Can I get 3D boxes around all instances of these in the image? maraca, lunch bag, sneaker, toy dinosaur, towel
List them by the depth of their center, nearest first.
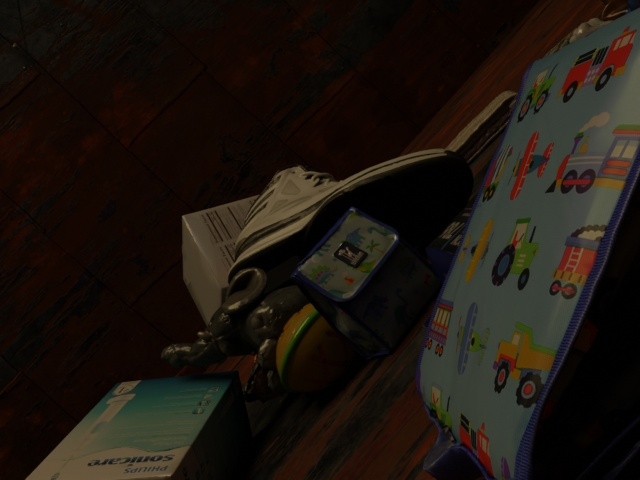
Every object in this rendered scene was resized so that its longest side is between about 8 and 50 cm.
[{"bbox_3d":[0.148,0.022,0.438,0.293,0.138,0.221,-57,6,-2],"label":"lunch bag"},{"bbox_3d":[0.055,0.049,0.891,0.129,0.151,0.096,-48,3,-25],"label":"lunch bag"},{"bbox_3d":[0.010,0.123,0.958,0.186,0.099,0.127,-51,-30,-15],"label":"maraca"},{"bbox_3d":[0.032,-0.085,1.229,0.447,0.169,0.258,-26,40,20],"label":"sneaker"},{"bbox_3d":[-0.052,0.173,1.265,0.218,0.164,0.322,-26,-2,38],"label":"toy dinosaur"},{"bbox_3d":[0.311,-0.207,1.512,0.282,0.049,0.187,-46,4,16],"label":"towel"}]

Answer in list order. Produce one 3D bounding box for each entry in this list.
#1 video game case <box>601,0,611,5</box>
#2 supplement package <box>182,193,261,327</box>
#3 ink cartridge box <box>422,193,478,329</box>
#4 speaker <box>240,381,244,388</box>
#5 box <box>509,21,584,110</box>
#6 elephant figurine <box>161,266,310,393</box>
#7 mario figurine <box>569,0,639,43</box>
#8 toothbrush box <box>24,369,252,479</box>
[{"bbox_3d":[0.439,-0.476,1.116,0.061,0.269,0.244,-46,4,7],"label":"video game case"},{"bbox_3d":[-0.121,0.047,1.443,0.262,0.198,0.199,-18,-36,-24],"label":"supplement package"},{"bbox_3d":[0.210,-0.039,0.738,0.333,0.065,0.165,-48,4,-1],"label":"ink cartridge box"},{"bbox_3d":[-0.225,0.365,1.590,0.136,0.055,0.055,-48,3,-20],"label":"speaker"},{"bbox_3d":[0.436,-0.321,1.348,0.207,0.036,0.114,-50,4,-38],"label":"box"},{"bbox_3d":[-0.102,0.126,1.095,0.186,0.170,0.239,0,7,-44],"label":"elephant figurine"},{"bbox_3d":[0.367,-0.304,0.778,0.320,0.170,0.198,-35,-54,-73],"label":"mario figurine"},{"bbox_3d":[-0.243,0.311,1.021,0.216,0.126,0.295,-8,13,11],"label":"toothbrush box"}]
